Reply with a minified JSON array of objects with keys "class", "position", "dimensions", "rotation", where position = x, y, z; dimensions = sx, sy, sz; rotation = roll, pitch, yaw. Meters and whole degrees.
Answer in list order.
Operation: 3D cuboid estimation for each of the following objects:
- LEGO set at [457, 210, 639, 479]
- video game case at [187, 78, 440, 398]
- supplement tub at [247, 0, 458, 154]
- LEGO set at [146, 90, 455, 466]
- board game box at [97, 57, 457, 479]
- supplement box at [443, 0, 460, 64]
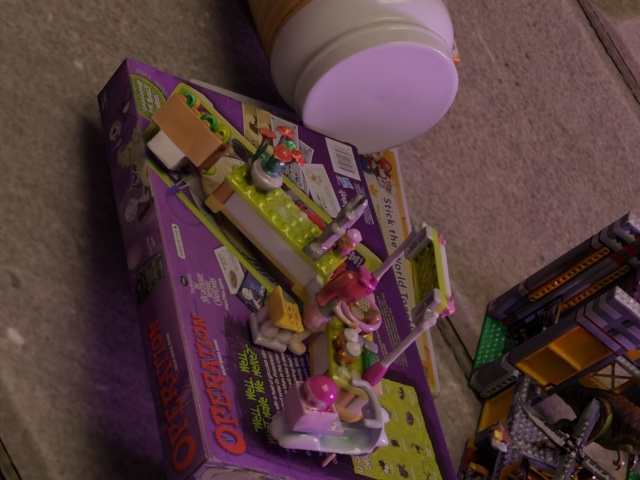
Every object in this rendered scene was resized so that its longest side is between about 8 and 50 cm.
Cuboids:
[{"class":"LEGO set","position":[0.241,0.143,1.372],"dimensions":[0.255,0.192,0.331],"rotation":[43,41,-11]},{"class":"video game case","position":[-0.010,0.002,1.365],"dimensions":[0.206,0.026,0.227],"rotation":[16,52,-36]},{"class":"supplement tub","position":[0.019,-0.180,1.409],"dimensions":[0.144,0.144,0.200],"rotation":[14,44,-37]},{"class":"LEGO set","position":[0.000,0.000,1.147],"dimensions":[0.132,0.107,0.287],"rotation":[11,44,-41]},{"class":"board game box","position":[-0.031,0.039,1.212],"dimensions":[0.208,0.056,0.347],"rotation":[24,36,-36]},{"class":"supplement box","position":[0.078,-0.194,1.577],"dimensions":[0.062,0.036,0.098],"rotation":[11,55,-39]}]
